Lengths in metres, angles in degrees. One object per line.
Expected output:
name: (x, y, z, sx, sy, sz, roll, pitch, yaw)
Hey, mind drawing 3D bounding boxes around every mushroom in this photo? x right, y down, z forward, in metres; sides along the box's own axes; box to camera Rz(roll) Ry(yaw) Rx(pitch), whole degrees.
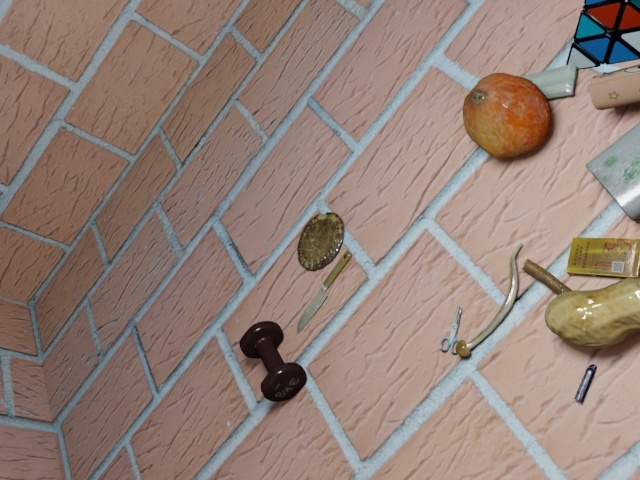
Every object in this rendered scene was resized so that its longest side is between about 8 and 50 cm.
mushroom: (0.418, 0.148, 1.582, 0.068, 0.043, 0.306, 33, 93, 23)

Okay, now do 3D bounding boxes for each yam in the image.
yam: (0.516, 0.089, 1.516, 0.032, 0.032, 0.145, -55, 44, 10)

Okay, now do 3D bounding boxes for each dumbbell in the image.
dumbbell: (-0.142, 0.353, 1.965, 0.140, 0.124, 0.225, -49, 44, 15)

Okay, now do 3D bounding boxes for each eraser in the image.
eraser: (0.709, -0.173, 1.418, 0.227, 0.081, 0.174, -41, 47, 22)
eraser: (0.748, -0.354, 1.427, 0.291, 0.171, 0.087, -6, 105, 43)

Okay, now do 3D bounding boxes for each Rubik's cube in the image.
Rubik's cube: (0.727, -0.504, 1.515, 0.234, 0.250, 0.284, 41, 97, 28)

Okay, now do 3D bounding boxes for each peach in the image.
peach: (0.444, -0.310, 1.642, 0.233, 0.233, 0.232, -22, 56, 36)

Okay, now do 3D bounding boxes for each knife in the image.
knife: (0.007, 0.159, 1.995, 0.297, 0.017, 0.047, -54, 49, 10)

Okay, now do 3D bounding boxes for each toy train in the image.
toy train: (0.551, 0.295, 1.387, 0.017, 0.017, 0.083, 20, 84, 47)

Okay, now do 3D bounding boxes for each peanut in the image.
peanut: (0.596, 0.143, 1.339, 0.290, 0.130, 0.130, -22, 56, 37)

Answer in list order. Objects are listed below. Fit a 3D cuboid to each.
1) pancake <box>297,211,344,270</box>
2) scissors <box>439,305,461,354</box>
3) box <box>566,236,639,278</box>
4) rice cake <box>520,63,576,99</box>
pancake: (-0.001, -0.001, 2.080, 0.199, 0.021, 0.199, -22, 56, 37)
scissors: (0.331, 0.220, 1.645, 0.058, 0.014, 0.119, 10, 80, 42)
box: (0.617, 0.037, 1.446, 0.156, 0.022, 0.089, 0, 72, 45)
rice cake: (0.547, -0.391, 1.717, 0.222, 0.042, 0.080, -2, 73, 43)
